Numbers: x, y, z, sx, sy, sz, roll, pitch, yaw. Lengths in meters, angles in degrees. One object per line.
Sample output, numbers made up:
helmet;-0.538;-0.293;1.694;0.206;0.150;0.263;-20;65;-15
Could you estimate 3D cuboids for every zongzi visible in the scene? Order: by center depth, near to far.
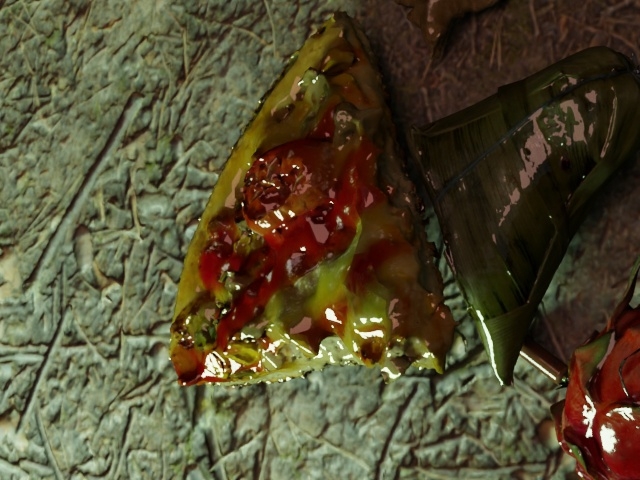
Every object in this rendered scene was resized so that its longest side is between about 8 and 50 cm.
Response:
zongzi;0.229;-0.026;1.366;0.250;0.125;0.274;-27;68;30

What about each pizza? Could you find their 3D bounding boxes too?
pizza;0.000;0.000;1.439;0.406;0.130;0.440;34;103;52

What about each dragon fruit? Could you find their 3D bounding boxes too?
dragon fruit;0.313;0.123;1.239;0.192;0.193;0.274;24;121;-9

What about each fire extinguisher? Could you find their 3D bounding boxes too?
fire extinguisher;0.217;0.120;1.402;0.028;0.022;0.083;-37;58;-23

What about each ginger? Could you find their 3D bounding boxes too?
ginger;0.126;-0.311;1.523;0.133;0.059;0.214;-28;69;18
